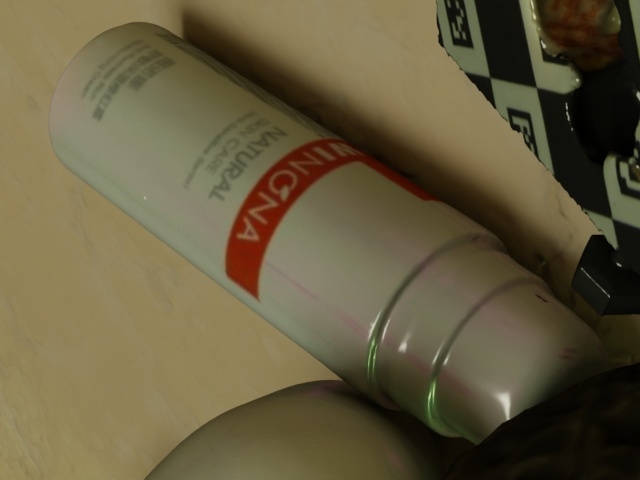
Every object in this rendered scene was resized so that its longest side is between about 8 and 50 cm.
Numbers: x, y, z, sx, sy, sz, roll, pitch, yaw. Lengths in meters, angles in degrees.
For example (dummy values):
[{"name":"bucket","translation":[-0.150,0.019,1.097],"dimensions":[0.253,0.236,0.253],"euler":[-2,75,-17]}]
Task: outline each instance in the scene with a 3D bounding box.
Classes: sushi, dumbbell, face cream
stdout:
[{"name":"sushi","translation":[0.111,-0.143,0.699],"dimensions":[0.264,0.050,0.290],"euler":[-123,21,-48]},{"name":"dumbbell","translation":[0.135,-0.002,0.800],"dimensions":[0.083,0.040,0.036],"euler":[105,159,-52]},{"name":"face cream","translation":[0.000,0.000,0.939],"dimensions":[0.345,0.102,0.102],"euler":[33,141,36]}]

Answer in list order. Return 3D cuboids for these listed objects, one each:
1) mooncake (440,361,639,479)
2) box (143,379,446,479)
[{"name":"mooncake","translation":[0.143,0.133,0.729],"dimensions":[0.228,0.228,0.124],"euler":[3,118,55]},{"name":"box","translation":[-0.055,0.196,0.924],"dimensions":[0.141,0.288,0.349],"euler":[42,-177,5]}]
